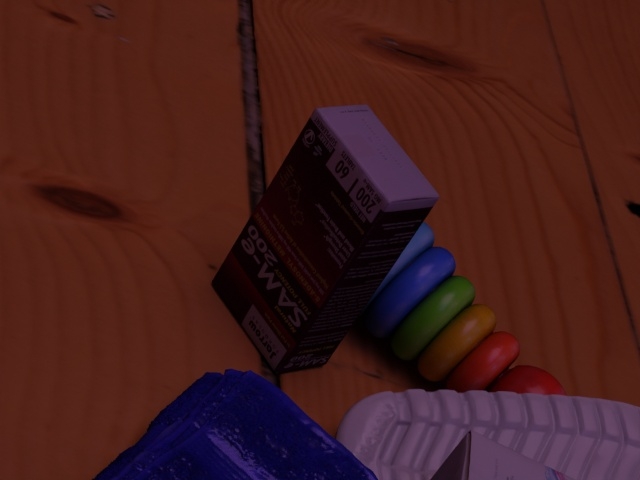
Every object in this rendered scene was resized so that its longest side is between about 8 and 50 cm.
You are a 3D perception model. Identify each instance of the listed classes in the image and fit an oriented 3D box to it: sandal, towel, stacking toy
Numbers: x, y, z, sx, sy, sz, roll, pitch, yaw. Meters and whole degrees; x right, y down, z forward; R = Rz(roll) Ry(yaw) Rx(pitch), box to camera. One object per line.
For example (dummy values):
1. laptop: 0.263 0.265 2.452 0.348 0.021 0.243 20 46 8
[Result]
1. sandal: 0.213 0.229 1.797 0.416 0.102 0.169 15 59 -4
2. towel: -0.075 0.236 1.590 0.228 0.076 0.308 37 34 8
3. stacking toy: 0.123 0.082 1.910 0.330 0.141 0.141 44 35 8

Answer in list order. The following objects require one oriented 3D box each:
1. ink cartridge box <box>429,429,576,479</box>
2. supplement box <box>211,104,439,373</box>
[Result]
1. ink cartridge box: 0.182 0.283 1.668 0.212 0.154 0.093 25 35 -12
2. supplement box: 0.000 0.000 1.800 0.073 0.239 0.130 -8 51 -43
